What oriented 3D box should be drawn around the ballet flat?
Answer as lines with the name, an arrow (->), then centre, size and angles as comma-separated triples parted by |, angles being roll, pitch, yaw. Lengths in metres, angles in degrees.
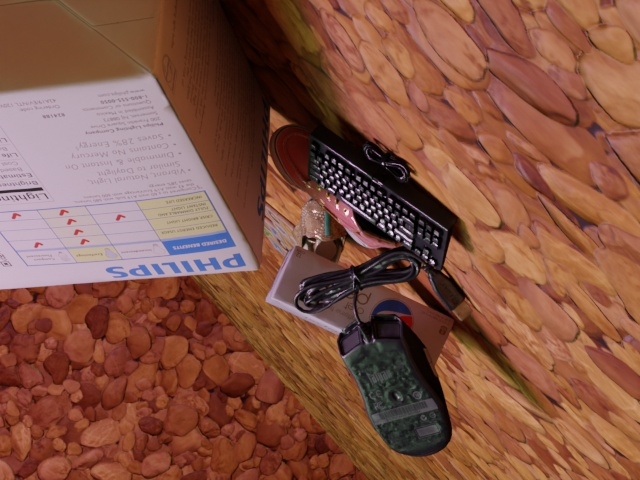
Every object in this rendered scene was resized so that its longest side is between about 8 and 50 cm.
ballet flat -> 0.000, 0.000, 1.693 | 0.206, 0.073, 0.067 | 85, -177, -75

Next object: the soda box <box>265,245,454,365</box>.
soda box -> 0.047, 0.085, 1.638 | 0.216, 0.074, 0.069 | 25, 171, -5

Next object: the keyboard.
keyboard -> 0.058, -0.049, 1.352 | 0.180, 0.023, 0.108 | 36, 143, 22

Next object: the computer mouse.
computer mouse -> 0.107, 0.119, 1.558 | 0.262, 0.184, 0.060 | 58, -153, -14

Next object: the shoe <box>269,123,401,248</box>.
shoe -> 0.023, -0.059, 1.453 | 0.178, 0.063, 0.081 | 45, 169, -14

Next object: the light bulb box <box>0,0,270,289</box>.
light bulb box -> -0.268, -0.134, 1.417 | 0.361, 0.358, 0.225 | 65, -157, -58

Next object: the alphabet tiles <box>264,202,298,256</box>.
alphabet tiles -> -0.034, 0.015, 2.082 | 0.237, 0.009, 0.198 | 40, 167, 37
